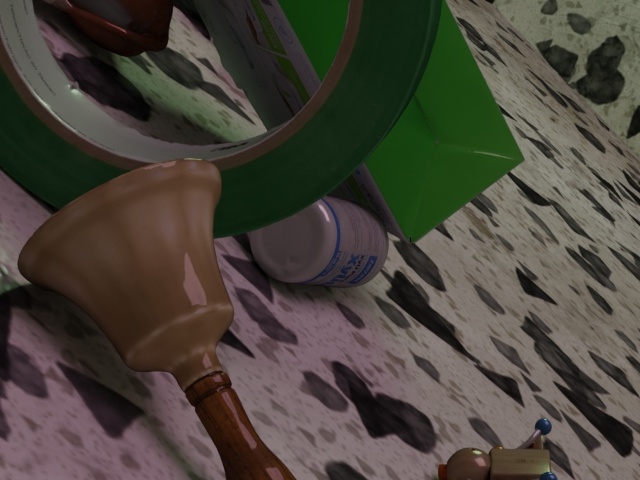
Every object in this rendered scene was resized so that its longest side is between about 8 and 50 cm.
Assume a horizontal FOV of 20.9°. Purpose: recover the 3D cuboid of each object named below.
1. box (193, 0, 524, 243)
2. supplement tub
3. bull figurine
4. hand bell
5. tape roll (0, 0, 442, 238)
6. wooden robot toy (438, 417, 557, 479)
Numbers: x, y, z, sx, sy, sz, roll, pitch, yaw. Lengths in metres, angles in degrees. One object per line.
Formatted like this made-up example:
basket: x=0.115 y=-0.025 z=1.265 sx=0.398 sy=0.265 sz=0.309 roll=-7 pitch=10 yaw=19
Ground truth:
box: x=0.010 y=-0.156 z=1.396 sx=0.262 sy=0.127 sz=0.231 roll=60 pitch=-12 yaw=-25
supplement tub: x=0.000 y=0.000 z=1.312 sx=0.071 sy=0.071 sz=0.107 roll=49 pitch=18 yaw=22
bull figurine: x=-0.198 y=-0.266 z=1.481 sx=0.188 sy=0.101 sz=0.310 roll=34 pitch=18 yaw=-29
hand bell: x=-0.058 y=0.090 z=0.942 sx=0.242 sy=0.126 sz=0.126 roll=61 pitch=21 yaw=16
tape roll: x=-0.086 y=-0.162 z=1.075 sx=0.321 sy=0.321 sz=0.077 roll=42 pitch=15 yaw=-2
wooden robot toy: x=0.119 y=0.175 z=1.192 sx=0.079 sy=0.076 sz=0.173 roll=7 pitch=17 yaw=4
